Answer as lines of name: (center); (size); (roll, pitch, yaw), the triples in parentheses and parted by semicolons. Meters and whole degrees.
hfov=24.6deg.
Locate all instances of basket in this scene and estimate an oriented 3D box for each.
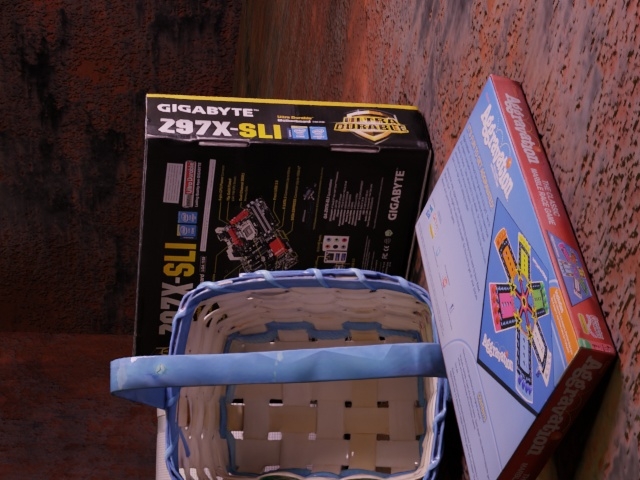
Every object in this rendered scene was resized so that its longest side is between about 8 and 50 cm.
basket: (-0.008, 0.119, 1.167); (0.289, 0.255, 0.201); (58, -148, -71)

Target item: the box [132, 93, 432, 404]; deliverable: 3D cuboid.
box: (-0.046, 0.018, 1.396); (0.079, 0.257, 0.322); (-97, 11, -52)

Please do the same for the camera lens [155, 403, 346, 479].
camera lens: (-0.080, 0.258, 1.688); (0.219, 0.219, 0.274); (127, 145, -76)

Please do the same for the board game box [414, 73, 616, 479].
board game box: (0.118, 0.027, 0.958); (0.281, 0.027, 0.145); (-98, 25, -51)
